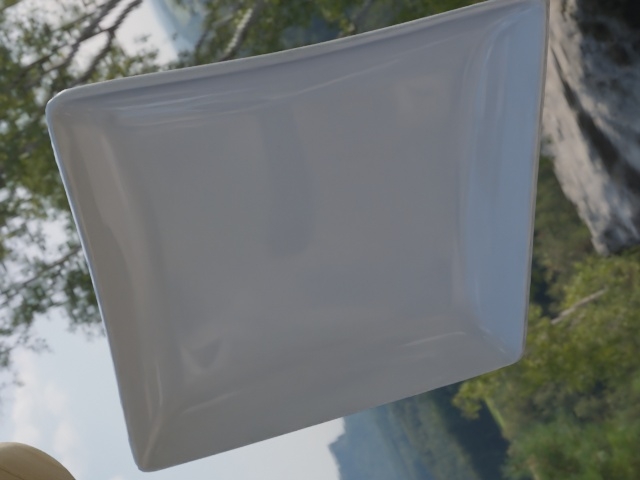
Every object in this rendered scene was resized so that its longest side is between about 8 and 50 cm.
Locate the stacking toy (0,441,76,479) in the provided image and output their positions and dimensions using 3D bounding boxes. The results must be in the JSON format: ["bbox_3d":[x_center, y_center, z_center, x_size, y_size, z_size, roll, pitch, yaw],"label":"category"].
[{"bbox_3d":[-0.328,0.277,0.766,0.141,0.330,0.141,50,-159,-28],"label":"stacking toy"}]

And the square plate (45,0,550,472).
[{"bbox_3d":[0.000,0.000,0.768,0.049,0.347,0.344,-121,21,-50],"label":"square plate"}]
